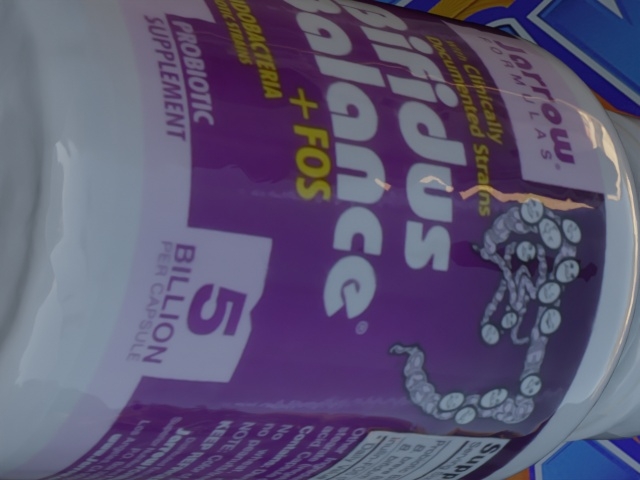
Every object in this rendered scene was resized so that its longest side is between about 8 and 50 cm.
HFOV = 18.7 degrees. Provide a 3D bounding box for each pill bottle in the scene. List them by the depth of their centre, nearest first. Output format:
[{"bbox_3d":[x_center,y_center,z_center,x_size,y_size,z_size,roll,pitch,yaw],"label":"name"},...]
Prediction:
[{"bbox_3d":[0.000,0.000,0.659,0.301,0.169,0.169,7,102,-38],"label":"pill bottle"}]

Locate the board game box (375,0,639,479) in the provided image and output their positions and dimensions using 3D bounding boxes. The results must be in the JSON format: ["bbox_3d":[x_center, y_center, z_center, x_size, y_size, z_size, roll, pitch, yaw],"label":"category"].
[{"bbox_3d":[0.121,-0.015,1.049,0.356,0.356,0.356,-37,143,3],"label":"board game box"}]
